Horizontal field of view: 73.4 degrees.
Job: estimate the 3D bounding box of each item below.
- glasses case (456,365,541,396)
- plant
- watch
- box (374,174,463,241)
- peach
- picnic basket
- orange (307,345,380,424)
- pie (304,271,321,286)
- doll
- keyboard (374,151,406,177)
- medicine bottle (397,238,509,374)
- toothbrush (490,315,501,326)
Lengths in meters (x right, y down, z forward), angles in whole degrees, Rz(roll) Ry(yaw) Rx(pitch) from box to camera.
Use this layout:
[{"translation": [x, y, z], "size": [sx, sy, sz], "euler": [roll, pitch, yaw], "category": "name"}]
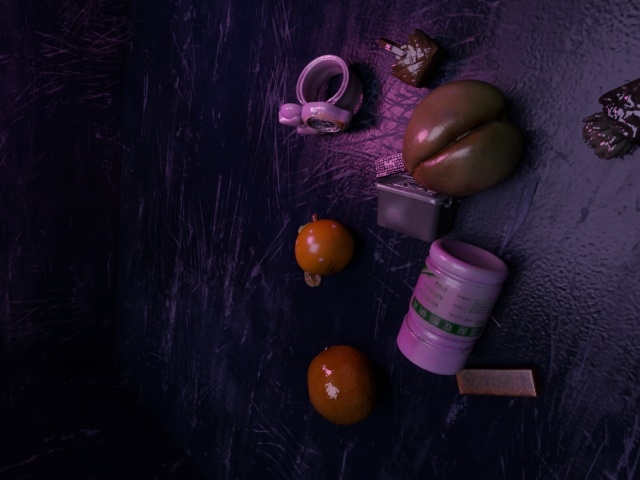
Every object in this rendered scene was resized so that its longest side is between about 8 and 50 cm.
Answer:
[{"translation": [0.497, 0.395, 1.210], "size": [0.218, 0.049, 0.075], "euler": [-15, 81, 42], "category": "glasses case"}, {"translation": [0.654, -0.264, 0.904], "size": [0.194, 0.132, 0.129], "euler": [-37, 71, 34], "category": "plant"}, {"translation": [0.011, -0.475, 1.419], "size": [0.248, 0.210, 0.218], "euler": [6, 84, 32], "category": "watch"}, {"translation": [0.279, -0.098, 1.253], "size": [0.243, 0.163, 0.135], "euler": [21, 120, 36], "category": "box"}, {"translation": [0.353, -0.252, 1.099], "size": [0.291, 0.247, 0.293], "euler": [15, 123, 24], "category": "peach"}, {"translation": [0.245, -0.530, 1.215], "size": [0.178, 0.128, 0.138], "euler": [40, 120, 18], "category": "picnic basket"}, {"translation": [0.075, 0.490, 1.479], "size": [0.264, 0.264, 0.265], "euler": [8, 103, 40], "category": "orange"}, {"translation": [-0.029, 0.139, 1.647], "size": [0.084, 0.019, 0.085], "euler": [8, 102, 40], "category": "pie"}, {"translation": [0.000, 0.000, 1.488], "size": [0.213, 0.213, 0.236], "euler": [-45, 55, 37], "category": "doll"}, {"translation": [0.253, -0.244, 1.339], "size": [0.197, 0.010, 0.064], "euler": [-9, 90, 42], "category": "keyboard"}, {"translation": [0.357, 0.180, 1.188], "size": [0.212, 0.211, 0.326], "euler": [32, 117, 33], "category": "medicine bottle"}, {"translation": [0.479, 0.206, 1.221], "size": [0.097, 0.006, 0.008], "euler": [53, 125, 21], "category": "toothbrush"}]
